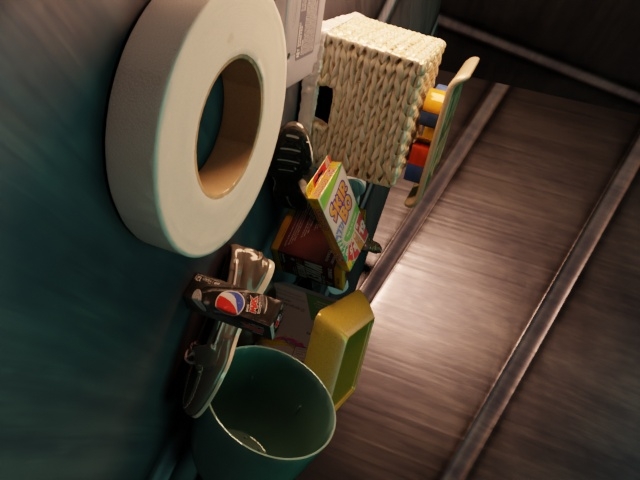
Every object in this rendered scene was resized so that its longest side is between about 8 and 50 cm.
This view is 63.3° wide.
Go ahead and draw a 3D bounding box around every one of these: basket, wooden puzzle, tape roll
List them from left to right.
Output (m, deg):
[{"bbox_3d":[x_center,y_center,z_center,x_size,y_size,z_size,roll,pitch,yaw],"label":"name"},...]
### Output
[{"bbox_3d":[-0.154,-0.169,0.744,0.392,0.072,0.392,17,90,-77],"label":"tape roll"},{"bbox_3d":[0.121,-0.351,1.274,0.331,0.266,0.328,-52,157,-55],"label":"basket"},{"bbox_3d":[0.297,-0.293,1.346,0.322,0.080,0.348,-51,161,-57],"label":"wooden puzzle"}]

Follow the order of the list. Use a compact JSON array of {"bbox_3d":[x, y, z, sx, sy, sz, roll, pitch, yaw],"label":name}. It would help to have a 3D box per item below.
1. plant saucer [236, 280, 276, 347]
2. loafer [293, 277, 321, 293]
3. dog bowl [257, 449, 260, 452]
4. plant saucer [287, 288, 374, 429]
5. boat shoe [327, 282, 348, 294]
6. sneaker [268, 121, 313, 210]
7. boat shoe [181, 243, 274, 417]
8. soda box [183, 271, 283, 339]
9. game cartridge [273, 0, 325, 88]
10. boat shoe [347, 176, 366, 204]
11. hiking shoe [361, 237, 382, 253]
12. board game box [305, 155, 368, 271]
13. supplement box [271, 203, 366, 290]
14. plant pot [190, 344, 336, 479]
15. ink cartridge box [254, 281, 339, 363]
[{"bbox_3d":[-0.156,0.183,1.316,0.198,0.036,0.199,17,90,-77],"label":"plant saucer"},{"bbox_3d":[-0.044,0.154,1.678,0.223,0.076,0.078,-38,151,-64],"label":"loafer"},{"bbox_3d":[-0.246,0.655,1.419,0.349,0.102,0.349,17,90,-77],"label":"dog bowl"},{"bbox_3d":[0.047,0.319,1.367,0.333,0.081,0.333,-13,118,-67],"label":"plant saucer"},{"bbox_3d":[0.049,0.072,1.956,0.102,0.108,0.301,-106,-178,-45],"label":"boat shoe"},{"bbox_3d":[-0.061,-0.173,1.135,0.271,0.100,0.108,97,5,-64],"label":"sneaker"},{"bbox_3d":[-0.202,0.164,1.001,0.112,0.095,0.335,-9,-126,63],"label":"boat shoe"},{"bbox_3d":[-0.152,0.115,0.915,0.060,0.168,0.053,90,21,-55],"label":"soda box"},{"bbox_3d":[-0.043,-0.432,0.926,0.196,0.060,0.294,-61,163,-57],"label":"game cartridge"},{"bbox_3d":[0.102,-0.201,1.834,0.302,0.109,0.094,93,1,-78],"label":"boat shoe"},{"bbox_3d":[0.296,0.031,2.949,0.227,0.114,0.086,-21,127,-75],"label":"hiking shoe"},{"bbox_3d":[0.043,-0.059,1.193,0.124,0.039,0.259,-60,139,-33],"label":"board game box"},{"bbox_3d":[0.000,0.000,1.378,0.129,0.194,0.191,84,26,-61],"label":"supplement box"},{"bbox_3d":[-0.149,0.417,1.133,0.235,0.293,0.293,-61,174,26],"label":"plant pot"},{"bbox_3d":[-0.066,0.277,1.452,0.117,0.201,0.278,15,93,-76],"label":"ink cartridge box"}]
